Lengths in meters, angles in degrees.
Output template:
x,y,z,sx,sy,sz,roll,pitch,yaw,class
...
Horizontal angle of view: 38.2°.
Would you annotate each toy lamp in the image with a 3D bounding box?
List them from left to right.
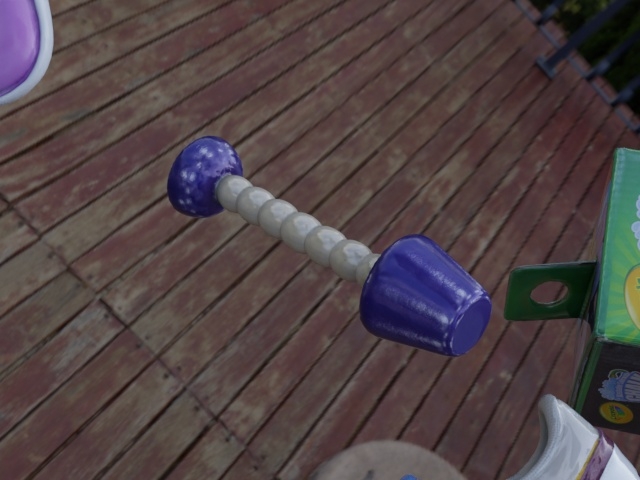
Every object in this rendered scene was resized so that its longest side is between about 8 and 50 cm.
x,y,z,sx,sy,sz,roll,pitch,yaw,class
0.000,0.000,0.671,0.275,0.080,0.080,29,31,33,toy lamp

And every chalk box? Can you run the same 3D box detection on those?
x,y,z,sx,sy,sz,roll,pitch,yaw,class
0.299,0.052,0.750,0.289,0.180,0.179,10,60,13,chalk box

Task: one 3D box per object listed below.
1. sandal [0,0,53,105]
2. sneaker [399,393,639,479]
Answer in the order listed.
x,y,z,sx,sy,sz,roll,pitch,yaw,class
-0.381,-0.291,0.775,0.416,0.169,0.102,59,9,2,sandal
0.035,0.133,0.332,0.185,0.069,0.084,-34,82,-7,sneaker
